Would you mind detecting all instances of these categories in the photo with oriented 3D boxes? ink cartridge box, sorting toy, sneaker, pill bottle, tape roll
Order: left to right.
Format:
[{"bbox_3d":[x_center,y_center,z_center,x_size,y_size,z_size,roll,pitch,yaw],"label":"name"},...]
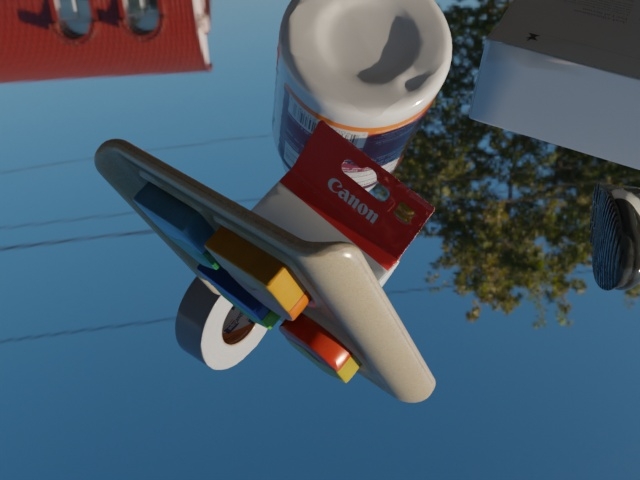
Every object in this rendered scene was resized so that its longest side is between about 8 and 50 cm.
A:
[{"bbox_3d":[-0.177,0.137,1.387,0.072,0.219,0.219,26,-143,29],"label":"tape roll"},{"bbox_3d":[-0.039,0.028,0.467,0.208,0.193,0.038,23,-111,35],"label":"sorting toy"},{"bbox_3d":[0.000,0.000,0.853,0.181,0.224,0.056,40,-152,15],"label":"ink cartridge box"},{"bbox_3d":[0.041,-0.203,1.076,0.224,0.223,0.392,-7,166,-7],"label":"pill bottle"},{"bbox_3d":[0.445,-0.014,0.967,0.146,0.122,0.330,9,-161,18],"label":"sneaker"}]

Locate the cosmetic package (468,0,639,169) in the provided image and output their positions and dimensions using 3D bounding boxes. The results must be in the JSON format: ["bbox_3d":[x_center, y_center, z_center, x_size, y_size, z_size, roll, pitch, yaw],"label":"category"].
[{"bbox_3d":[0.368,-0.169,0.682,0.377,0.097,0.284,21,-134,17],"label":"cosmetic package"}]
